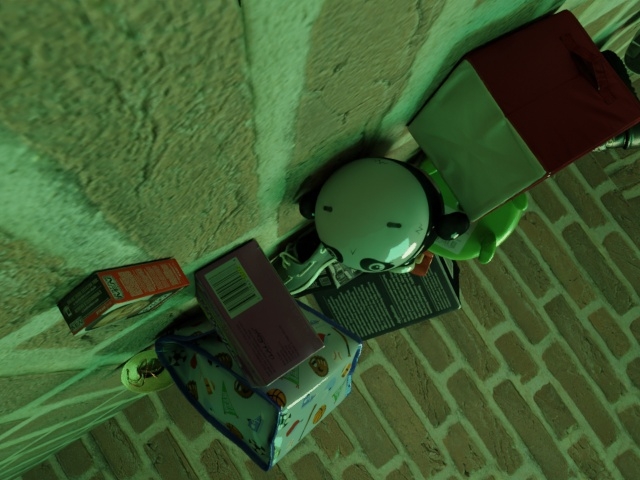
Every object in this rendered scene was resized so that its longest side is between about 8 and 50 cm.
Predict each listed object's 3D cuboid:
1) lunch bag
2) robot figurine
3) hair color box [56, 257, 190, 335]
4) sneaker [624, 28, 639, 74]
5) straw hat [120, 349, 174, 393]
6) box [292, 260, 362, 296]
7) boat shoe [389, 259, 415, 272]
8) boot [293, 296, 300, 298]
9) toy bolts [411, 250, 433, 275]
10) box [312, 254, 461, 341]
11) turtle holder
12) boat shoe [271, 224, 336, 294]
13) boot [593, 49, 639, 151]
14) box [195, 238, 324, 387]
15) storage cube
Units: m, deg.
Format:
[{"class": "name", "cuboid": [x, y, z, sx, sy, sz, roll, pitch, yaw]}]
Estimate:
[{"class": "lunch bag", "cuboid": [-0.150, 0.273, 1.241, 0.328, 0.386, 0.238, -24, 135, -48]}, {"class": "robot figurine", "cuboid": [0.099, -0.039, 0.818, 0.209, 0.173, 0.278, -32, 173, 20]}, {"class": "hair color box", "cuboid": [-0.226, 0.063, 0.618, 0.072, 0.043, 0.141, -35, 172, 19]}, {"class": "sneaker", "cuboid": [0.789, -0.510, 1.091, 0.146, 0.122, 0.330, -53, -176, -40]}, {"class": "straw hat", "cuboid": [-0.432, 0.315, 1.326, 0.144, 0.144, 0.061, -33, -149, 0]}, {"class": "box", "cuboid": [0.048, 0.063, 1.496, 0.242, 0.076, 0.307, -17, -173, 47]}, {"class": "boat shoe", "cuboid": [0.130, -0.034, 1.070, 0.095, 0.254, 0.079, -2, 123, -7]}, {"class": "boot", "cuboid": [-0.023, 0.139, 1.924, 0.219, 0.082, 0.106, -40, 168, 32]}, {"class": "toy bolts", "cuboid": [0.216, -0.046, 1.336, 0.158, 0.229, 0.218, -56, 169, -38]}, {"class": "box", "cuboid": [0.216, 0.130, 1.642, 0.396, 0.212, 0.293, -23, -169, 20]}, {"class": "turtle holder", "cuboid": [0.306, -0.129, 1.123, 0.244, 0.320, 0.227, -1, -159, 16]}, {"class": "boat shoe", "cuboid": [-0.033, 0.018, 1.088, 0.099, 0.116, 0.319, 23, 139, -37]}, {"class": "boot", "cuboid": [0.584, -0.319, 1.240, 0.260, 0.131, 0.348, -8, -139, 20]}, {"class": "box", "cuboid": [-0.121, 0.143, 0.943, 0.117, 0.213, 0.243, -32, 173, -18]}, {"class": "storage cube", "cuboid": [0.276, -0.168, 0.735, 0.193, 0.183, 0.215, -29, 173, -20]}]
